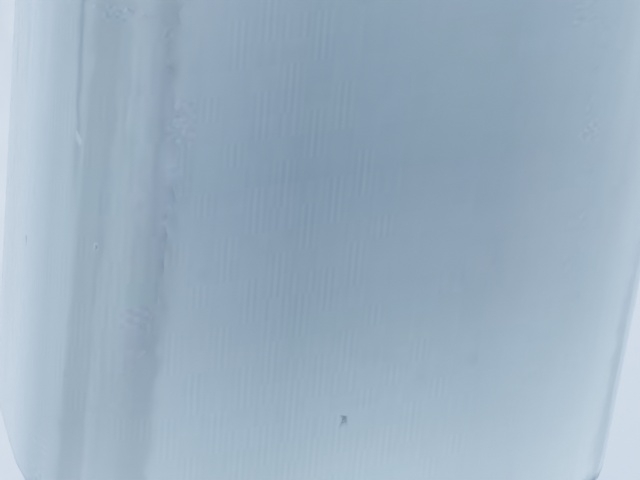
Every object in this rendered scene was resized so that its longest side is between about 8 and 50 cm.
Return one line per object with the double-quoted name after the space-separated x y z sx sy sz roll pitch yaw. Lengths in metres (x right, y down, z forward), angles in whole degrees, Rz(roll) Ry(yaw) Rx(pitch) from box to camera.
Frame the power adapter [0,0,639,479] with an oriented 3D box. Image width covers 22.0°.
0.000 0.000 0.500 0.187 0.124 0.255 -1 113 -18 "power adapter"
